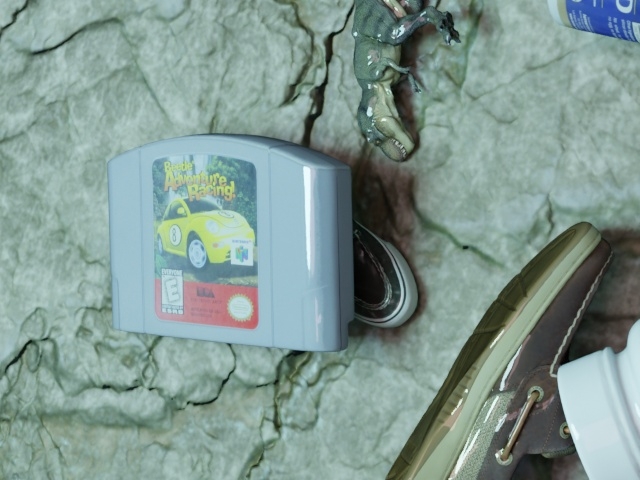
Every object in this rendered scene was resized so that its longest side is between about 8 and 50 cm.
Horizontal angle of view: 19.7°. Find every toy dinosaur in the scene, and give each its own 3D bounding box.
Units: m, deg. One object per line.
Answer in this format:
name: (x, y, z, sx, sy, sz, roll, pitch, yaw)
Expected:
toy dinosaur: (0.073, -0.215, 1.727, 0.118, 0.064, 0.268, -15, 73, 31)

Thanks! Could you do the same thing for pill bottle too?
pill bottle: (0.300, -0.222, 1.585, 0.186, 0.112, 0.112, 16, 90, 27)
pill bottle: (0.345, 0.112, 1.472, 0.283, 0.161, 0.161, -23, 74, 14)

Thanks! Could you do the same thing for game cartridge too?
game cartridge: (-0.093, -0.003, 1.730, 0.294, 0.060, 0.196, 2, 92, 42)

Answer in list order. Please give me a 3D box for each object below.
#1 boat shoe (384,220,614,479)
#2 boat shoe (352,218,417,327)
boat shoe: (0.173, 0.148, 1.613, 0.123, 0.123, 0.342, 32, 90, -4)
boat shoe: (0.000, 0.000, 1.726, 0.219, 0.070, 0.078, 45, 103, 24)
